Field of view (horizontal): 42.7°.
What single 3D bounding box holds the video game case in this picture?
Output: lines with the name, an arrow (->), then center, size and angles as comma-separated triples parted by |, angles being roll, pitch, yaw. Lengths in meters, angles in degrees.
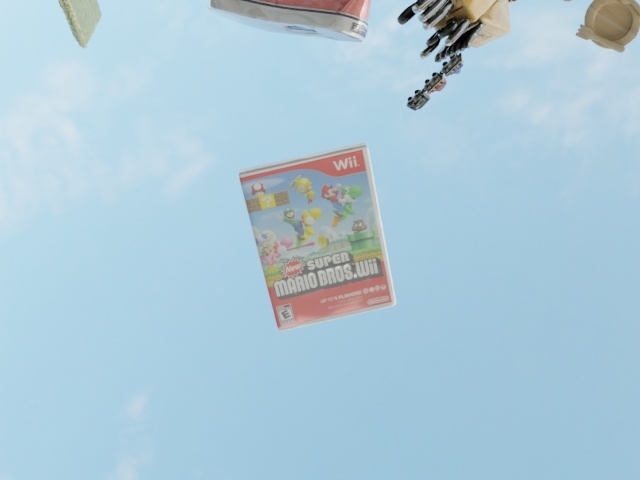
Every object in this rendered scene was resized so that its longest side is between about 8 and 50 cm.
video game case -> 0.000, 0.000, 1.309 | 0.204, 0.285, 0.025 | -13, -156, -1

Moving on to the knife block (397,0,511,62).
knife block -> 0.238, -0.458, 1.504 | 0.088, 0.242, 0.276 | -16, -110, 48

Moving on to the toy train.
toy train -> 0.231, -0.313, 1.631 | 0.158, 0.036, 0.027 | -43, -157, 38

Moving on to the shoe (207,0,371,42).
shoe -> -0.026, -0.243, 0.785 | 0.178, 0.063, 0.081 | 16, -85, 30

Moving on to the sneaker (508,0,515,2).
sneaker -> 0.315, -0.531, 1.705 | 0.221, 0.087, 0.083 | 15, -73, 13

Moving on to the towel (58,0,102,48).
towel -> -0.456, -0.448, 1.543 | 0.027, 0.148, 0.110 | 2, -126, 10

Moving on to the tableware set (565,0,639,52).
tableware set -> 0.334, -0.310, 0.929 | 0.141, 0.020, 0.169 | 40, -81, 0
